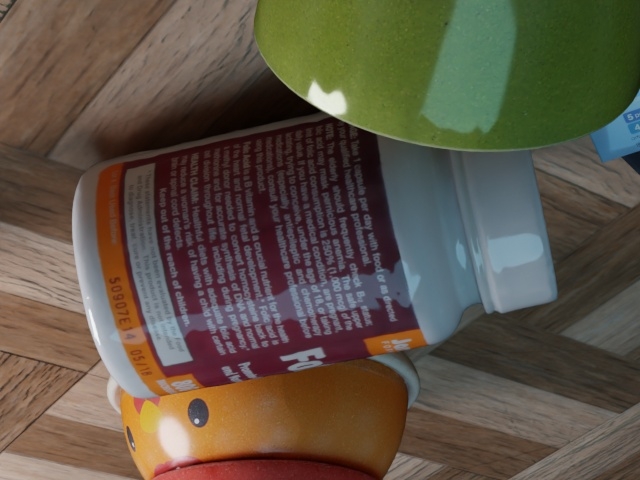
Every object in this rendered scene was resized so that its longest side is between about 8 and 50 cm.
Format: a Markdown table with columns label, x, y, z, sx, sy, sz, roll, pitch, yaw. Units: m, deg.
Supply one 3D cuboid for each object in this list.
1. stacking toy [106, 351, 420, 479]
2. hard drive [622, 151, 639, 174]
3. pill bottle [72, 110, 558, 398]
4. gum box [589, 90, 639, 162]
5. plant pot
| label | x | y | z | sx | sy | sz | roll | pitch | yaw |
| --- | --- | --- | --- | --- | --- | --- | --- | --- | --- |
| stacking toy | -0.056 | 0.343 | 1.437 | 0.351 | 0.479 | 0.350 | -2 | 154 | -1 |
| hard drive | 0.371 | -0.111 | 1.255 | 0.172 | 0.054 | 0.255 | -29 | 138 | 30 |
| pill bottle | 0.000 | 0.000 | 1.209 | 0.392 | 0.224 | 0.224 | -11 | 145 | 8 |
| gum box | 0.274 | -0.168 | 1.118 | 0.157 | 0.041 | 0.184 | -19 | 124 | 22 |
| plant pot | 0.104 | -0.254 | 0.865 | 0.275 | 0.274 | 0.293 | 0 | 129 | -9 |
